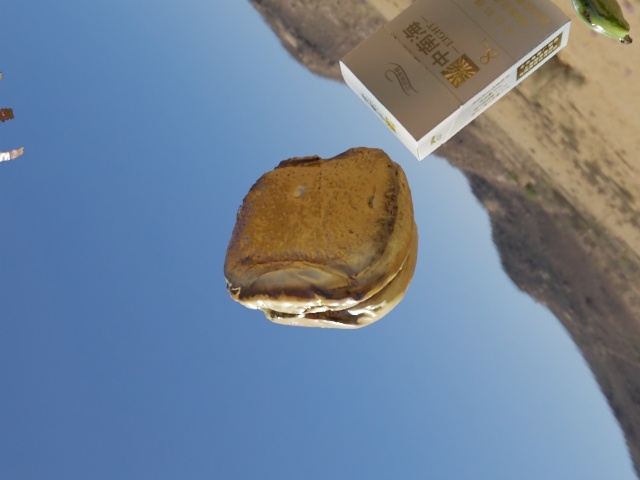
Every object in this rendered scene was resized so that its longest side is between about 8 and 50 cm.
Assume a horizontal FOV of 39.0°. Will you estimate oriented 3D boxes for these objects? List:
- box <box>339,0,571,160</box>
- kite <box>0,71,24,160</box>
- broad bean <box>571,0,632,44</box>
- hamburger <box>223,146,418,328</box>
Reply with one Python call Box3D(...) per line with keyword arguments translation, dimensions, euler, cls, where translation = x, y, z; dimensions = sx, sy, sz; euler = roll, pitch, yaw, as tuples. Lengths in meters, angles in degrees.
Box3D(translation=(0.165, -0.232, 1.117), dimensions=(0.155, 0.243, 0.067), euler=(49, 175, 21), cls="box")
Box3D(translation=(-0.370, -0.074, 0.731), dimensions=(0.015, 0.245, 0.141), euler=(39, 141, 50), cls="kite")
Box3D(translation=(0.395, -0.370, 1.347), dimensions=(0.214, 0.070, 0.048), euler=(41, 152, -9), cls="broad bean")
Box3D(translation=(0.007, -0.003, 1.430), dimensions=(0.174, 0.305, 0.284), euler=(52, -134, -54), cls="hamburger")
